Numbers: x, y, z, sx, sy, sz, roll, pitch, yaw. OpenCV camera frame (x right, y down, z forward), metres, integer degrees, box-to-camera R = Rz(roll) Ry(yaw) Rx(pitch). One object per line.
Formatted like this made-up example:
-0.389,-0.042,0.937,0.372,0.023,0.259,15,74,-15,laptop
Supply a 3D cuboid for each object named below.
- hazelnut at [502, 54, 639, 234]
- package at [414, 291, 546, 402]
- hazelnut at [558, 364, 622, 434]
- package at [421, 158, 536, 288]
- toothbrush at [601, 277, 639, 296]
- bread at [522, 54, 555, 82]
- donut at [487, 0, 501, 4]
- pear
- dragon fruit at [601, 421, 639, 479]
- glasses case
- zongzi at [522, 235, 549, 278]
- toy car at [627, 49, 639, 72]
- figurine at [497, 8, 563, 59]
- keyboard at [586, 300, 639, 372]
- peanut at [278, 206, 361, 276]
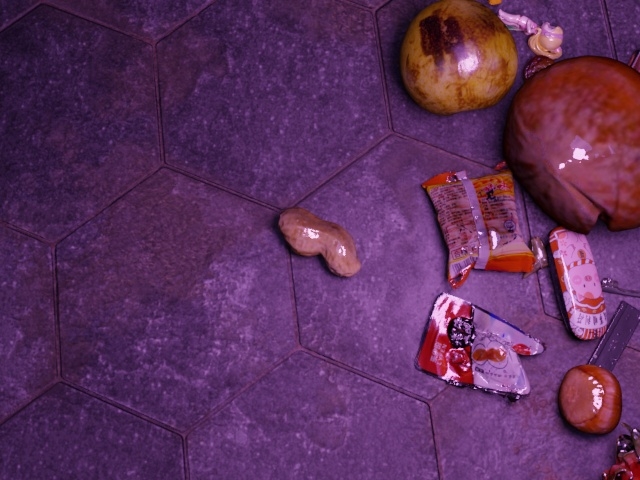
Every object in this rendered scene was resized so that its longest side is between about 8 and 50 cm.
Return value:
0.587,-0.200,1.715,0.359,0.359,0.409,-32,73,-3,hazelnut
0.367,0.250,1.776,0.269,0.071,0.194,17,77,20,package
0.601,0.350,1.701,0.150,0.150,0.150,-1,78,3,hazelnut
0.376,-0.046,1.814,0.223,0.108,0.288,-12,75,-1,package
0.795,0.129,1.790,0.297,0.030,0.031,11,69,6,toothbrush
0.538,-0.414,1.907,0.085,0.053,0.085,-1,78,3,bread
0.433,-0.641,1.975,0.038,0.067,0.083,-14,109,-6,donut
0.320,-0.428,1.812,0.283,0.283,0.284,-1,78,3,pear
0.701,0.505,1.635,0.192,0.193,0.274,-35,76,25,dragon fruit
0.586,0.096,1.777,0.103,0.067,0.267,-7,79,-26,glasses case
0.494,0.038,1.825,0.083,0.040,0.076,-29,81,9,zongzi
0.809,-0.369,1.791,0.180,0.212,0.270,24,73,8,toy car
0.520,-0.516,1.925,0.187,0.083,0.083,26,81,2,figurine
0.671,0.234,1.782,0.060,0.018,0.195,33,82,2,keyboard
0.000,0.000,1.833,0.229,0.098,0.103,29,123,10,peanut
